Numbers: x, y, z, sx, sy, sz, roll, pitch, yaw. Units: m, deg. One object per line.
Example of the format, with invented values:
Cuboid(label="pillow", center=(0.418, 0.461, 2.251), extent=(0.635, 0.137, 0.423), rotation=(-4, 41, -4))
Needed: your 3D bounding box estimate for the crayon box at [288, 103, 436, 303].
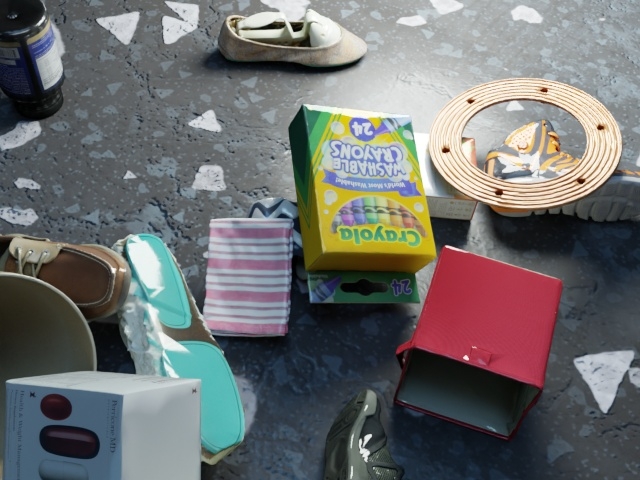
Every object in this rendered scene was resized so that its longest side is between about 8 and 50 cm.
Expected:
Cuboid(label="crayon box", center=(0.069, -0.061, 1.309), extent=(0.203, 0.083, 0.323), rotation=(2, 67, -22))

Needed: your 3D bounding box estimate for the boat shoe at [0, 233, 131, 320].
Cuboid(label="boat shoe", center=(-0.427, 0.052, 1.200), extent=(0.324, 0.116, 0.123), rotation=(5, 85, 31))

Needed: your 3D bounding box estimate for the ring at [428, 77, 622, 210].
Cuboid(label="ring", center=(0.364, -0.174, 1.427), extent=(0.337, 0.032, 0.336), rotation=(-5, 50, 6))

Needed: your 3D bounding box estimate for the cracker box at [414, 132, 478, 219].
Cuboid(label="cracker box", center=(0.169, -0.125, 1.469), extent=(0.232, 0.067, 0.155), rotation=(6, 54, -1))

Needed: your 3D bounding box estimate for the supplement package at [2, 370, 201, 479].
Cuboid(label="supplement package", center=(-0.276, 0.272, 1.005), extent=(0.203, 0.149, 0.194), rotation=(-2, 86, 30))

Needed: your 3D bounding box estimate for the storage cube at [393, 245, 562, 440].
Cuboid(label="storage cube", center=(0.233, 0.153, 1.197), extent=(0.215, 0.183, 0.193), rotation=(18, 54, 9))

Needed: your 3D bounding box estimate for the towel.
Cuboid(label="towel", center=(-0.118, 0.056, 1.281), extent=(0.144, 0.029, 0.197), rotation=(-1, 75, 12))

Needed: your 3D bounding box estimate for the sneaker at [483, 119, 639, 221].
Cuboid(label="sneaker", center=(0.462, -0.140, 1.465), extent=(0.321, 0.124, 0.180), rotation=(4, 55, -1))

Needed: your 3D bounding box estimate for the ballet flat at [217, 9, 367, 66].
Cuboid(label="ballet flat", center=(-0.054, -0.423, 1.648), extent=(0.316, 0.106, 0.107), rotation=(-3, 54, -7))

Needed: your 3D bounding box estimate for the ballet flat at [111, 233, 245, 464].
Cuboid(label="ballet flat", center=(-0.229, 0.171, 1.193), extent=(0.147, 0.147, 0.409), rotation=(-17, 55, -16))

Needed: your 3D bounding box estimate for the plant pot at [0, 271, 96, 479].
Cuboid(label="plant pot", center=(-0.486, 0.171, 1.110), extent=(0.284, 0.284, 0.191), rotation=(-41, 30, -28))

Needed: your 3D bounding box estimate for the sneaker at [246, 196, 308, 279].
Cuboid(label="sneaker", center=(0.000, 0.000, 1.357), extent=(0.235, 0.094, 0.153), rotation=(-4, 66, -22))

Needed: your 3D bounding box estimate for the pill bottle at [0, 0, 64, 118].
Cuboid(label="pill bottle", center=(-0.548, -0.336, 1.478), extent=(0.123, 0.219, 0.122), rotation=(2, 54, -3))

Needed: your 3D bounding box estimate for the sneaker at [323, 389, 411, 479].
Cuboid(label="sneaker", center=(0.075, 0.319, 1.132), extent=(0.130, 0.087, 0.227), rotation=(39, 26, -16))
